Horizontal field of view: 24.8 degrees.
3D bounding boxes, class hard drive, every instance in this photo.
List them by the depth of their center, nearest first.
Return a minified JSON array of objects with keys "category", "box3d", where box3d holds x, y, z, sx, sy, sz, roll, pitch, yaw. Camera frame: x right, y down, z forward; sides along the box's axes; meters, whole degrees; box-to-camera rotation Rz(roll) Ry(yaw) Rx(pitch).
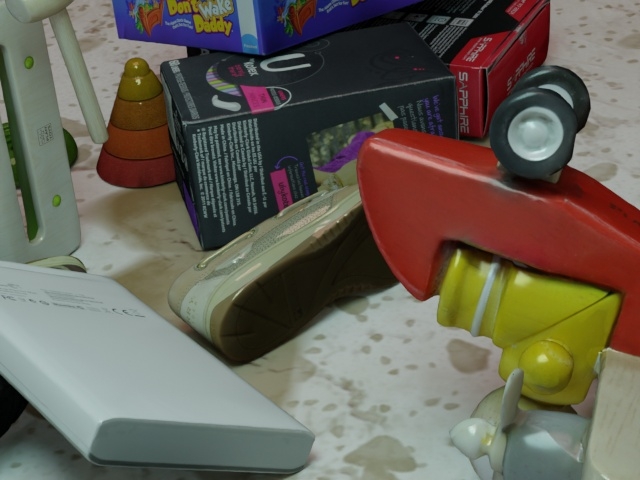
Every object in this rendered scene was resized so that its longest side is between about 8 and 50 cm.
[{"category":"hard drive","box3d":[-0.172,0.093,1.159,0.203,0.040,0.307,11,15,-42]}]

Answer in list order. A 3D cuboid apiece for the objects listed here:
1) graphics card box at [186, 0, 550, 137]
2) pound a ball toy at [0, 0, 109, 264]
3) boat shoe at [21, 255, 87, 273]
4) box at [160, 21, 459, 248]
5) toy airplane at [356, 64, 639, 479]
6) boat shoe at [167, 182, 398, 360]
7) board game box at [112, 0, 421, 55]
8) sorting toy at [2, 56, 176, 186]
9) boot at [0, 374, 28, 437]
[{"category":"graphics card box","box3d":[0.057,-0.224,1.697,0.371,0.094,0.233,10,33,23]},{"category":"pound a ball toy","box3d":[-0.303,-0.108,1.333,0.208,0.319,0.136,19,38,34]},{"category":"boat shoe","box3d":[-0.280,0.051,1.320,0.152,0.056,0.049,-18,28,-21]},{"category":"box","box3d":[-0.011,-0.111,1.466,0.270,0.143,0.165,-11,30,-10]},{"category":"toy airplane","box3d":[0.221,0.087,1.034,0.386,0.272,0.384,18,25,-40]},{"category":"boat shoe","box3d":[0.000,0.000,1.319,0.302,0.109,0.098,-32,40,-29]},{"category":"board game box","box3d":[-0.025,-0.292,1.610,0.233,0.078,0.347,13,28,42]},{"category":"sorting toy","box3d":[-0.311,-0.138,1.580,0.366,0.126,0.127,1,31,9]},{"category":"boot","box3d":[-0.372,0.112,1.120,0.207,0.094,0.246,42,54,15]}]
